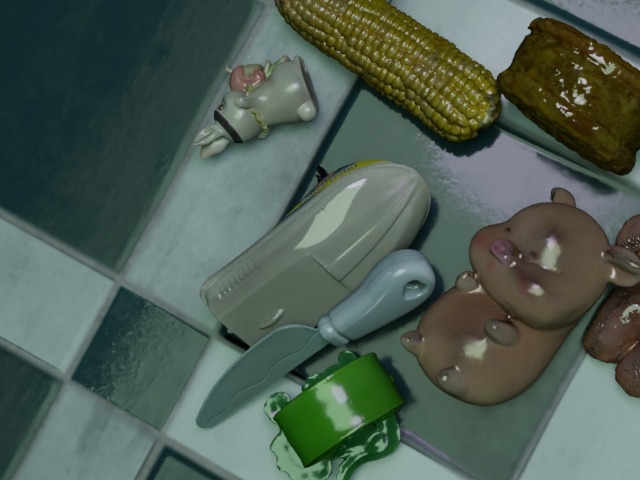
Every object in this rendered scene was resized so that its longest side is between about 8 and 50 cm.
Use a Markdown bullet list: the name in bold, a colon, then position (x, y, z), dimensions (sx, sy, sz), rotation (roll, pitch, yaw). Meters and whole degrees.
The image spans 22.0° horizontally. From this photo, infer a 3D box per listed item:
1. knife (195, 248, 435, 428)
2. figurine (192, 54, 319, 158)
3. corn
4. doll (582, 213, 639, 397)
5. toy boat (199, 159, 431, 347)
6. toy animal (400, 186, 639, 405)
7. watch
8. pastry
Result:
- **knife**: position (-0.020, 0.111, 1.799), dimensions (0.331, 0.080, 0.044), rotation (-33, 48, 16)
- **figurine**: position (-0.078, -0.154, 1.880), dimensions (0.146, 0.081, 0.098), rotation (-19, 39, 11)
- **corn**: position (0.074, -0.209, 1.837), dimensions (0.292, 0.101, 0.101), rotation (33, 90, 12)
- **doll**: position (0.406, 0.035, 1.739), dimensions (0.201, 0.156, 0.303), rotation (42, 96, 10)
- **toy boat**: position (-0.002, 0.007, 1.821), dimensions (0.141, 0.141, 0.269), rotation (44, 93, 10)
- **toy animal**: position (0.211, 0.067, 1.762), dimensions (0.250, 0.154, 0.166), rotation (-48, 62, 10)
- **watch**: position (0.012, 0.199, 1.783), dimensions (0.165, 0.152, 0.131), rotation (-31, 82, 3)
- **pastry**: position (0.279, -0.153, 1.759), dimensions (0.189, 0.189, 0.103), rotation (36, 93, 10)
